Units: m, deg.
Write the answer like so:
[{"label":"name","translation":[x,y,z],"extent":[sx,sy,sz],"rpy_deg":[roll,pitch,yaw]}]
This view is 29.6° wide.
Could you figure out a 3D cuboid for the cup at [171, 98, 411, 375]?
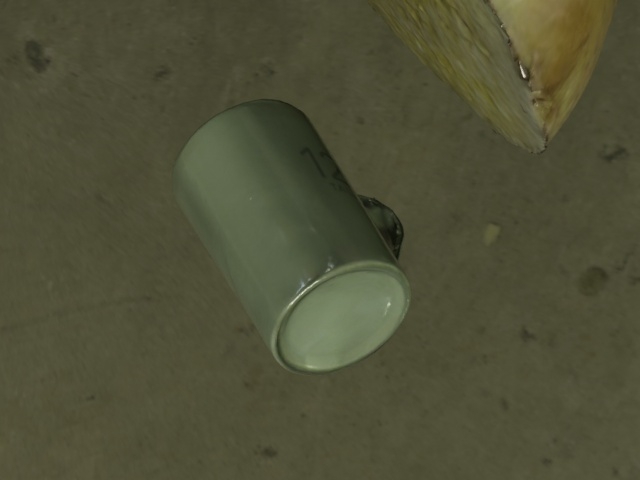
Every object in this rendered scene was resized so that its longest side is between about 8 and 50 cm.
[{"label":"cup","translation":[-0.005,0.003,0.403],"extent":[0.054,0.083,0.075],"rpy_deg":[-40,139,9]}]

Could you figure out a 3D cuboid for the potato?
[{"label":"potato","translation":[0.039,-0.183,0.515],"extent":[0.116,0.299,0.239],"rpy_deg":[-40,145,3]}]
